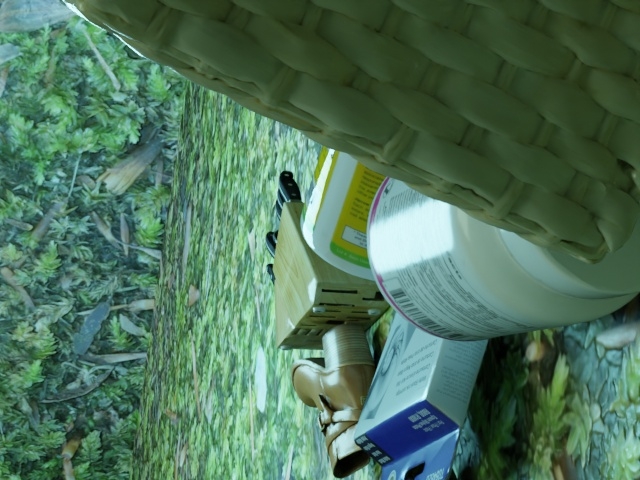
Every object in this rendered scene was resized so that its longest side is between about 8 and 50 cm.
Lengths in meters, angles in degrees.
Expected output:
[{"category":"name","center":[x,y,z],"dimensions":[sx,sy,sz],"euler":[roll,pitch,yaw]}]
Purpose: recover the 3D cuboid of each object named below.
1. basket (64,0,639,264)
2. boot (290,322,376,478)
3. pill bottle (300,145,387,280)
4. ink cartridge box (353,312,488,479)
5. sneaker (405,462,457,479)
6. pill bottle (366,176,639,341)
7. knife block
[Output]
[{"category":"basket","center":[0.049,-0.210,0.783],"dimensions":[0.328,0.331,0.266],"euler":[-62,22,7]},{"category":"boot","center":[0.016,0.199,1.697],"dimensions":[0.197,0.073,0.152],"euler":[115,151,-61]},{"category":"pill bottle","center":[0.076,-0.095,1.372],"dimensions":[0.136,0.136,0.246],"euler":[-106,28,-52]},{"category":"ink cartridge box","center":[0.090,0.123,1.328],"dimensions":[0.223,0.045,0.224],"euler":[130,160,-67]},{"category":"sneaker","center":[0.093,0.297,1.376],"dimensions":[0.086,0.064,0.192],"euler":[127,141,-57]},{"category":"pill bottle","center":[0.145,-0.016,1.045],"dimensions":[0.283,0.160,0.160],"euler":[155,117,-73]},{"category":"knife block","center":[0.000,0.000,1.760],"dimensions":[0.276,0.088,0.242],"euler":[127,143,-66]}]
